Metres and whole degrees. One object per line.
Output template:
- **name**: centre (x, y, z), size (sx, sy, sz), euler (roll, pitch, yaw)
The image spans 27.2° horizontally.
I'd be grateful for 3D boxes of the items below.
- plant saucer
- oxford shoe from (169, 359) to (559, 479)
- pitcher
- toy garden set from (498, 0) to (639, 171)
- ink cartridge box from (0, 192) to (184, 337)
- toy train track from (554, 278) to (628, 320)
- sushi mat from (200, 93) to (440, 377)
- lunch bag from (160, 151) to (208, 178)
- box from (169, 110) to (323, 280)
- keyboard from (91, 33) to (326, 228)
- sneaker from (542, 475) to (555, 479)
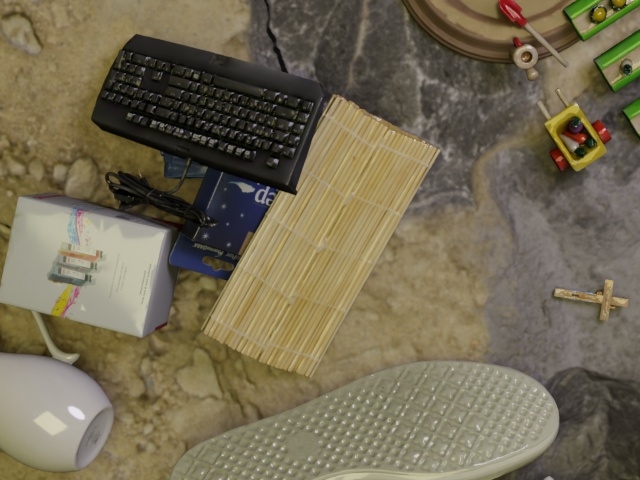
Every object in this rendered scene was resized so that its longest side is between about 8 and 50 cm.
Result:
- **plant saucer**: centre (0.214, -0.340, 1.497), size (0.278, 0.041, 0.278), euler (0, 93, 6)
- **oxford shoe**: centre (0.051, 0.254, 1.514), size (0.449, 0.169, 0.130), euler (-16, 136, -1)
- **pitcher**: centre (-0.339, 0.163, 1.551), size (0.207, 0.125, 0.178), euler (25, 82, 15)
- **toy garden set**: centre (0.304, -0.210, 1.460), size (0.204, 0.049, 0.244), euler (-33, 104, 7)
- **ink cartridge box**: centre (-0.260, 0.025, 1.522), size (0.176, 0.128, 0.127), euler (14, 95, 6)
- **toy train track**: centre (0.312, 0.065, 1.526), size (0.083, 0.014, 0.048), euler (8, 102, 11)
- **sushi mat**: centre (0.000, 0.000, 1.520), size (0.151, 0.019, 0.316), euler (27, 97, -26)
- **lunch bag**: centre (-0.139, -0.105, 1.532), size (0.098, 0.067, 0.065), euler (0, 92, 9)
- **box**: centre (-0.072, -0.056, 1.504), size (0.136, 0.036, 0.225), euler (18, 99, -40)
- **keyboard**: centre (-0.143, -0.110, 1.460), size (0.317, 0.033, 0.201), euler (19, 93, 38)
- **sneaker**: centre (0.210, 0.339, 1.513), size (0.292, 0.108, 0.169), euler (16, 93, -5)
